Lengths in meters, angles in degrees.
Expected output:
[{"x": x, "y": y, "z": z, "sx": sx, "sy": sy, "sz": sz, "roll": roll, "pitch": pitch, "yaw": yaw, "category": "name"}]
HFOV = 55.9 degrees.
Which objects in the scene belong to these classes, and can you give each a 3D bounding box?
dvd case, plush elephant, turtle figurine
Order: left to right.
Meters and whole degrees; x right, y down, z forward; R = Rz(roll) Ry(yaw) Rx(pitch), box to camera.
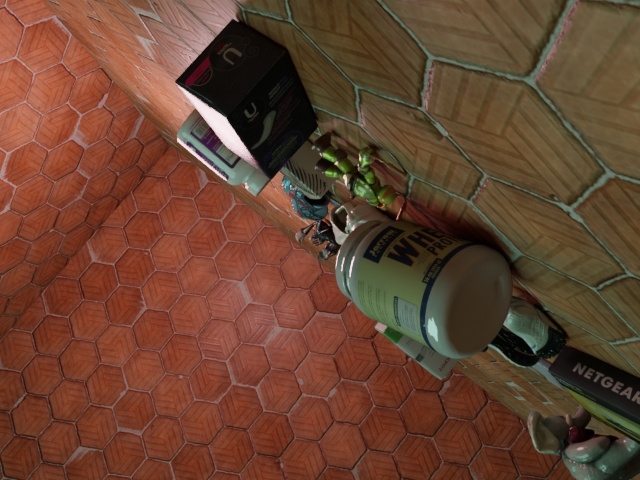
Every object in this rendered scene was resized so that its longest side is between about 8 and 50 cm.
[{"x": 0.083, "y": -0.127, "z": 1.282, "sx": 0.217, "sy": 0.087, "sz": 0.269, "roll": 36, "pitch": 173, "yaw": 25, "category": "turtle figurine"}, {"x": 0.655, "y": 0.377, "z": 1.824, "sx": 0.253, "sy": 0.022, "sz": 0.180, "roll": 32, "pitch": 170, "yaw": 44, "category": "dvd case"}, {"x": 0.753, "y": 0.581, "z": 1.732, "sx": 0.272, "sy": 0.330, "sz": 0.255, "roll": 36, "pitch": -164, "yaw": -43, "category": "plush elephant"}]

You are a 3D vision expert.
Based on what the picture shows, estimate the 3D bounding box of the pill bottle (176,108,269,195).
[{"x": -0.276, "y": -0.278, "z": 1.861, "sx": 0.302, "sy": 0.169, "sz": 0.169, "roll": 40, "pitch": 173, "yaw": -4, "category": "pill bottle"}]

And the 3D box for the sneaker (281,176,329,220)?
[{"x": -0.025, "y": -0.119, "z": 1.851, "sx": 0.125, "sy": 0.104, "sz": 0.262, "roll": 33, "pitch": 171, "yaw": 31, "category": "sneaker"}]

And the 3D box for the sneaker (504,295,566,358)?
[{"x": 0.480, "y": 0.193, "z": 1.366, "sx": 0.237, "sy": 0.085, "sz": 0.086, "roll": 39, "pitch": -160, "yaw": -33, "category": "sneaker"}]

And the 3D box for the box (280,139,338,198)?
[{"x": -0.085, "y": -0.224, "z": 1.503, "sx": 0.275, "sy": 0.094, "sz": 0.113, "roll": 40, "pitch": 173, "yaw": -13, "category": "box"}]

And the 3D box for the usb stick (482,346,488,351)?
[{"x": 0.512, "y": 0.310, "z": 2.052, "sx": 0.077, "sy": 0.045, "sz": 0.278, "roll": 43, "pitch": 177, "yaw": 40, "category": "usb stick"}]

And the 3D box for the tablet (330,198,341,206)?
[{"x": 0.068, "y": -0.101, "z": 1.874, "sx": 0.083, "sy": 0.006, "sz": 0.054, "roll": 32, "pitch": 170, "yaw": 39, "category": "tablet"}]

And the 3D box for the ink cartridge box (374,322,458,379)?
[{"x": 0.379, "y": 0.333, "z": 2.196, "sx": 0.289, "sy": 0.211, "sz": 0.121, "roll": 41, "pitch": 173, "yaw": -10, "category": "ink cartridge box"}]

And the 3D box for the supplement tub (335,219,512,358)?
[{"x": 0.210, "y": 0.088, "z": 1.283, "sx": 0.325, "sy": 0.235, "sz": 0.235, "roll": 22, "pitch": 163, "yaw": 48, "category": "supplement tub"}]

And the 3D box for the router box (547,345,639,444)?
[{"x": 0.701, "y": 0.381, "z": 1.352, "sx": 0.243, "sy": 0.081, "sz": 0.309, "roll": 43, "pitch": 172, "yaw": -27, "category": "router box"}]

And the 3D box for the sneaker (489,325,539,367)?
[{"x": 0.473, "y": 0.253, "z": 1.671, "sx": 0.272, "sy": 0.100, "sz": 0.108, "roll": 38, "pitch": 179, "yaw": 9, "category": "sneaker"}]

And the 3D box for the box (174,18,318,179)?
[{"x": -0.133, "y": -0.266, "z": 1.185, "sx": 0.143, "sy": 0.165, "sz": 0.270, "roll": 37, "pitch": 173, "yaw": 21, "category": "box"}]

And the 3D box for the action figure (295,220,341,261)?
[{"x": 0.000, "y": 0.000, "z": 2.350, "sx": 0.164, "sy": 0.141, "sz": 0.275, "roll": 49, "pitch": 178, "yaw": 17, "category": "action figure"}]

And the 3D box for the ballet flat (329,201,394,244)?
[{"x": 0.107, "y": -0.041, "z": 1.635, "sx": 0.139, "sy": 0.139, "sz": 0.400, "roll": 41, "pitch": 174, "yaw": -15, "category": "ballet flat"}]
